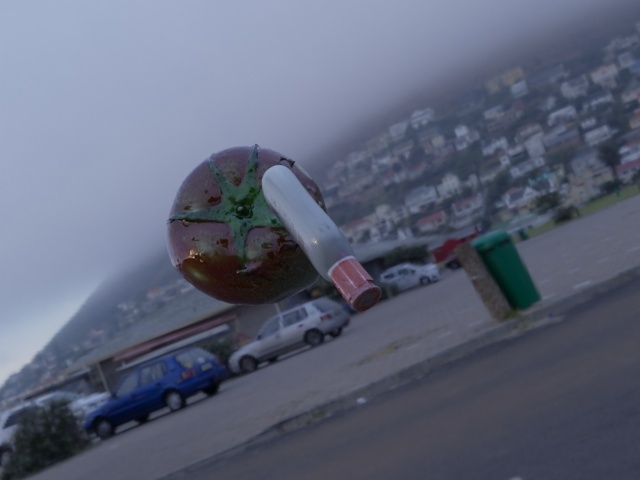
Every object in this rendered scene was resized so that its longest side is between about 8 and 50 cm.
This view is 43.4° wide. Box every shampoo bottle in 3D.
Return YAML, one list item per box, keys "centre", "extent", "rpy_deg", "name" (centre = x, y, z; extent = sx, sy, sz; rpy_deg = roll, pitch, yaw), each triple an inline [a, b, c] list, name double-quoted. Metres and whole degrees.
- centre: [0.000, 0.000, 1.000]
  extent: [0.051, 0.221, 0.108]
  rpy_deg: [-32, -37, -9]
  name: "shampoo bottle"

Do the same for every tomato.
- centre: [-0.127, -0.022, 1.503]
  extent: [0.303, 0.303, 0.239]
  rpy_deg: [-21, -17, -4]
  name: "tomato"
